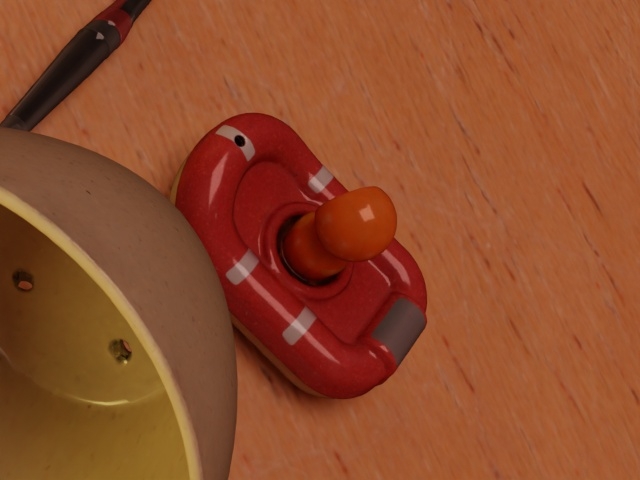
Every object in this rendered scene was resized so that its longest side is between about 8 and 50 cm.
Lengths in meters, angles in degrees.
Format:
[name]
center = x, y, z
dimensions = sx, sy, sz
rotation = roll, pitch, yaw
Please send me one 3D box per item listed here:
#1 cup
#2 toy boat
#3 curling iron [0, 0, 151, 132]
[cup]
center = -0.182, 0.070, 0.800
dimensions = 0.331, 0.331, 0.237
rotation = 50, 25, -5
[toy boat]
center = 0.000, 0.000, 1.023
dimensions = 0.231, 0.151, 0.151
rotation = 45, 51, -9
[curling iron]
center = -0.178, -0.167, 1.055
dimensions = 0.068, 0.035, 0.274
rotation = 33, 54, -12
